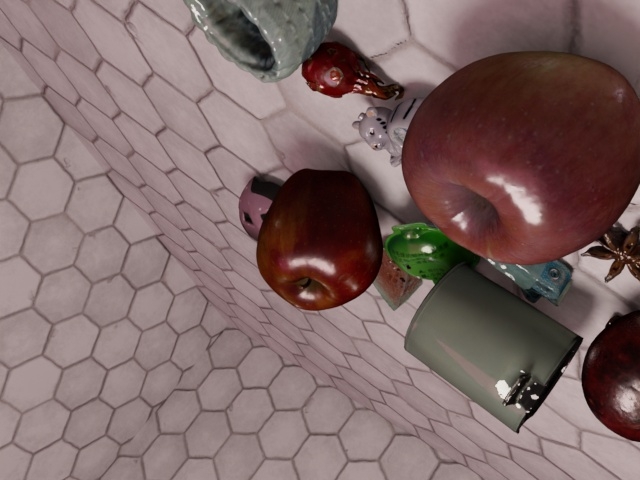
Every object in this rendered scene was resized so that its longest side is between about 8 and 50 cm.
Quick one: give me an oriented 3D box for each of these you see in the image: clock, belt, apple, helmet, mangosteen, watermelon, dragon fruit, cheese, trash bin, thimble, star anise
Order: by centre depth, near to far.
[{"bbox_3d":[0.262,-0.113,0.813,0.305,0.235,0.306,36,159,16],"label":"apple"},{"bbox_3d":[-0.105,-0.380,0.966,0.250,0.172,0.205,46,160,-21],"label":"thimble"},{"bbox_3d":[0.487,0.022,0.974,0.141,0.042,0.141,34,155,18],"label":"star anise"},{"bbox_3d":[0.050,-0.279,1.041,0.190,0.094,0.094,23,155,16],"label":"dragon fruit"},{"bbox_3d":[0.132,-0.194,1.045,0.117,0.080,0.176,31,162,-16],"label":"clock"},{"bbox_3d":[0.559,0.214,1.052,0.235,0.235,0.261,45,-160,-15],"label":"mangosteen"},{"bbox_3d":[0.336,0.010,1.163,0.302,0.072,0.087,39,155,7],"label":"belt"},{"bbox_3d":[0.327,0.200,1.185,0.262,0.217,0.277,35,-161,26],"label":"trash bin"},{"bbox_3d":[0.256,0.048,1.331,0.203,0.083,0.320,-7,147,35],"label":"cheese"},{"bbox_3d":[0.000,0.000,1.343,0.288,0.317,0.288,5,139,4],"label":"apple"},{"bbox_3d":[0.191,0.060,1.501,0.154,0.094,0.241,46,159,9],"label":"watermelon"},{"bbox_3d":[-0.147,-0.064,1.700,0.253,0.154,0.198,-2,136,53],"label":"helmet"}]
